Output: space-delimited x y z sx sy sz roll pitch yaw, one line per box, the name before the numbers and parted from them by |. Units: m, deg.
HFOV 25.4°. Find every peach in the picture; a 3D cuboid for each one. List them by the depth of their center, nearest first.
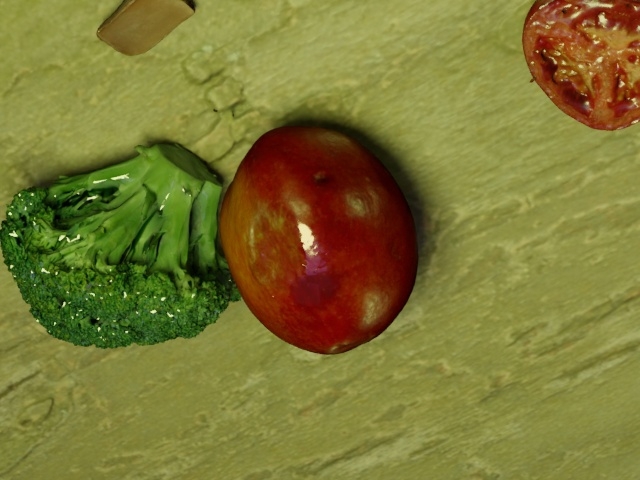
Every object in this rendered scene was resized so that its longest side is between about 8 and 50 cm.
peach | 0.000 0.000 1.477 0.199 0.243 0.243 -23 122 -3

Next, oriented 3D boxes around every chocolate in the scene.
chocolate | -0.181 -0.232 1.463 0.064 0.031 0.100 28 131 -34

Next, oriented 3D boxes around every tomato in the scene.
tomato | 0.286 -0.203 1.383 0.174 0.082 0.166 39 126 -24

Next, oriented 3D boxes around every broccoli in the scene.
broccoli | -0.213 0.010 1.544 0.269 0.261 0.242 41 102 24
